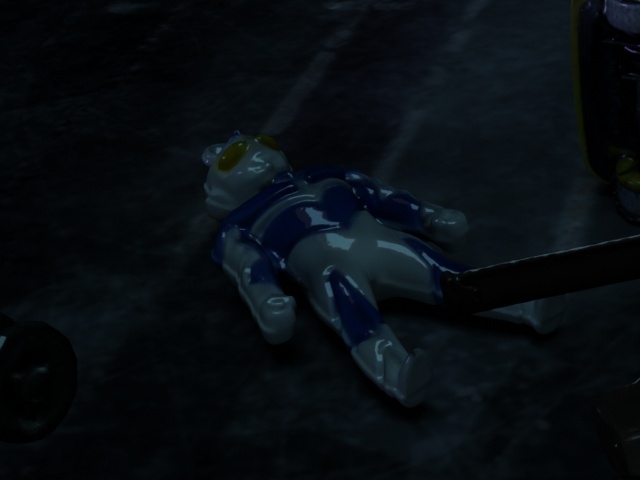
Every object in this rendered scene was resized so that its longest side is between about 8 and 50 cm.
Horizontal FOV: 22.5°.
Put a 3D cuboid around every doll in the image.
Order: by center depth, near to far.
[{"bbox_3d":[0.000,0.000,0.750,0.114,0.057,0.227,-29,37,-25],"label":"doll"}]

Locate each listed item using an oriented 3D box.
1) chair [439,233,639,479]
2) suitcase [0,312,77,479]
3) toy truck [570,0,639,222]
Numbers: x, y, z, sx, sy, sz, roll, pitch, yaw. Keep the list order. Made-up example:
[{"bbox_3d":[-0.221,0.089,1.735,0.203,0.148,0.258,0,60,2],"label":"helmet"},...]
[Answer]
[{"bbox_3d":[0.222,0.040,0.499,0.327,0.175,0.183,-19,21,-5],"label":"chair"},{"bbox_3d":[-0.278,0.161,0.398,0.283,0.194,0.434,10,34,38],"label":"suitcase"},{"bbox_3d":[0.266,-0.082,0.746,0.272,0.124,0.157,11,36,32],"label":"toy truck"}]
